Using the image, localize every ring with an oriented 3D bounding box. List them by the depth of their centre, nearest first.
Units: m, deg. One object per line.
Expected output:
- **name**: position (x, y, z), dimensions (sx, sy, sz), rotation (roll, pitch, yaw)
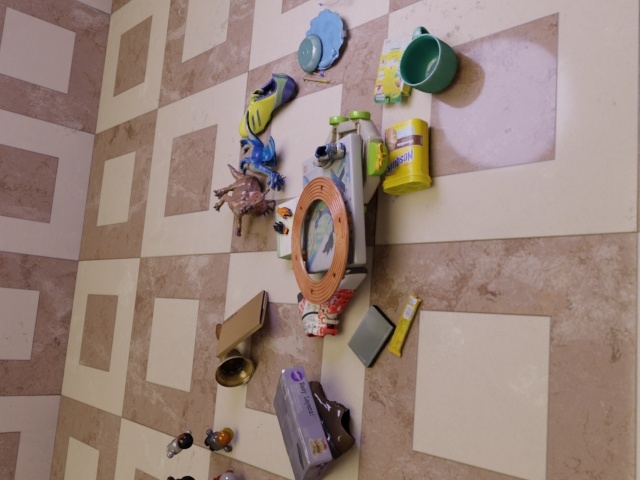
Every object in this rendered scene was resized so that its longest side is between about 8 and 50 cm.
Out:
- **ring**: position (0.000, 0.000, 1.600), dimensions (0.337, 0.032, 0.336), rotation (-178, 90, -65)

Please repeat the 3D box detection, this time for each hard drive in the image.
- **hard drive**: position (0.132, 0.249, 1.579), dimensions (0.094, 0.022, 0.135), rotation (47, 115, 42)

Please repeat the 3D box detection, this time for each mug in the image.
- **mug**: position (0.279, -0.447, 1.518), dimensions (0.129, 0.097, 0.157), rotation (23, 98, 48)

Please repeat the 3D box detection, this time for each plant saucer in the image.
- **plant saucer**: position (-0.040, -0.588, 1.908), dimensions (0.119, 0.021, 0.119), rotation (0, 91, 55)

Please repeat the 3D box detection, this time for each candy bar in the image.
- **candy bar**: position (0.209, 0.209, 1.508), dimensions (0.040, 0.018, 0.161), rotation (28, 102, 43)

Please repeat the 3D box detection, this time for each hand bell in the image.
- **hand bell**: position (-0.306, 0.352, 1.993), dimensions (0.126, 0.126, 0.242), rotation (-61, 32, 18)

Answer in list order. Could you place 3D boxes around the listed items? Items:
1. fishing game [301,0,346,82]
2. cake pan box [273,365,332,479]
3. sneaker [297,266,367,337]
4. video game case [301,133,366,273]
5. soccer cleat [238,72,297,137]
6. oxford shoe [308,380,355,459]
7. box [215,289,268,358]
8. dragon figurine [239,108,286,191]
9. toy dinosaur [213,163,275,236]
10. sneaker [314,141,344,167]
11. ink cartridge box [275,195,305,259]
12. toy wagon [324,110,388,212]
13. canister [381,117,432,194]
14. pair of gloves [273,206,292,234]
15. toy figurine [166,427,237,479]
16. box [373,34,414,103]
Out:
- **fishing game**: position (0.017, -0.621, 1.883), dimensions (0.189, 0.041, 0.263), rotation (19, 104, 49)
- **cake pan box**: position (-0.056, 0.493, 1.615), dimensions (0.245, 0.070, 0.266), rotation (106, 149, -52)
- **sneaker**: position (0.042, 0.176, 1.645), dimensions (0.270, 0.090, 0.144), rotation (-31, 61, 43)
- **video game case**: position (0.028, -0.085, 1.624), dimensions (0.300, 0.036, 0.328), rotation (-17, 74, 63)
- **soccer cleat**: position (-0.200, -0.451, 2.015), dimensions (0.289, 0.121, 0.093), rotation (-38, 56, 36)
- **oxford shoe**: position (0.032, 0.458, 1.615), dimensions (0.096, 0.083, 0.227), rotation (-36, 49, 6)
- **box**: position (-0.246, 0.261, 1.903), dimensions (0.201, 0.021, 0.164), rotation (-38, 25, 23)
- **dragon figurine**: position (-0.184, -0.283, 1.969), dimensions (0.144, 0.085, 0.289), rotation (-2, 67, 3)
- **toy dinosaur**: position (-0.241, -0.152, 2.005), dimensions (0.200, 0.127, 0.295), rotation (-32, 44, 28)
- **sneaker**: position (0.008, -0.224, 1.567), dimensions (0.135, 0.058, 0.052), rotation (155, 114, -62)
- **ink cartridge box**: position (-0.039, -0.049, 1.807), dimensions (0.235, 0.056, 0.171), rotation (-19, 67, 46)
- **toy wagon**: position (0.095, -0.204, 1.612), dimensions (0.344, 0.068, 0.267), rotation (7, 95, 64)
- **canister**: position (0.218, -0.213, 1.551), dimensions (0.126, 0.073, 0.169), rotation (-13, 71, 46)
- **pair of gloves**: position (-0.114, -0.061, 1.843), dimensions (0.074, 0.010, 0.083), rotation (19, 98, 48)
- **toy figurine**: position (-0.368, 0.689, 1.881), dimensions (0.148, 0.213, 0.209), rotation (-39, 49, 50)
- **box**: position (0.205, -0.455, 1.642), dimensions (0.105, 0.043, 0.179), rotation (10, 87, 47)
